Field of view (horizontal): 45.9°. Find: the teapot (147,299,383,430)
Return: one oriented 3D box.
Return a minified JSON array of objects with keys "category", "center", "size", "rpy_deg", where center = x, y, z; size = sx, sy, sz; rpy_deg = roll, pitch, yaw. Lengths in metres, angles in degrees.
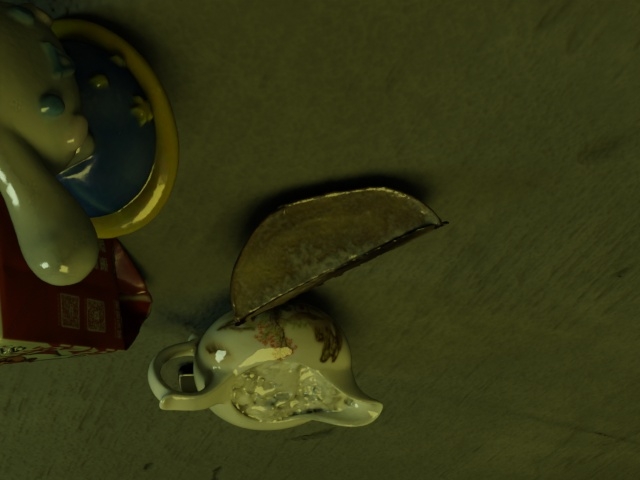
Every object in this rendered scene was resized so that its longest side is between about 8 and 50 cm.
[{"category":"teapot","center":[-0.071,0.171,0.976],"size":[0.298,0.139,0.204],"rpy_deg":[4,128,-14]}]

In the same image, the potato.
[{"category":"potato","center":[0.001,-0.003,0.872],"size":[0.261,0.100,0.120],"rpy_deg":[-26,178,-5]}]

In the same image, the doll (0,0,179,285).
[{"category":"doll","center":[-0.242,-0.122,0.602],"size":[0.160,0.242,0.310],"rpy_deg":[-21,98,25]}]

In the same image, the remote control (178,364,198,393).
[{"category":"remote control","center":[-0.097,0.191,1.091],"size":[0.212,0.028,0.059],"rpy_deg":[-5,135,-9]}]

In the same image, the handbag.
[{"category":"handbag","center":[-0.316,0.057,0.792],"size":[0.171,0.151,0.298],"rpy_deg":[-12,168,12]}]
